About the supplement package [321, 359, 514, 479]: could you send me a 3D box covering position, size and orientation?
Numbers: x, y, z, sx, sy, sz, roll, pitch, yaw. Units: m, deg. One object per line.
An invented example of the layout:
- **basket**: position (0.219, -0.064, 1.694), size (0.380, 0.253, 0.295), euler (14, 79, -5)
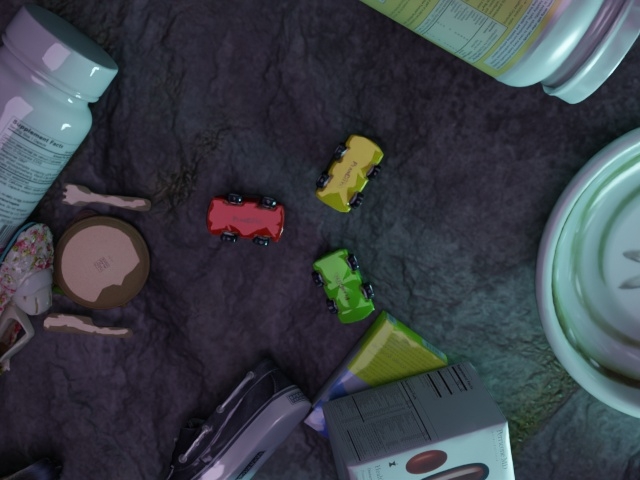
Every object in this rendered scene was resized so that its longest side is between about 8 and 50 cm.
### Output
- **supplement package**: position (0.129, 0.293, 1.622), size (0.203, 0.149, 0.194), euler (-16, 118, -6)

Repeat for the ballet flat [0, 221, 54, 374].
- **ballet flat**: position (-0.380, 0.081, 1.606), size (0.077, 0.091, 0.241), euler (43, 123, 13)

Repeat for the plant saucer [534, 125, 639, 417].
- **plant saucer**: position (0.463, 0.030, 1.616), size (0.400, 0.100, 0.401), euler (0, 106, -1)

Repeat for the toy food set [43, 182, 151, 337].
- **toy food set**: position (-0.285, 0.026, 1.642), size (0.132, 0.038, 0.192), euler (9, 99, -11)

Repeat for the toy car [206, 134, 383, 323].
- **toy car**: position (0.000, 0.000, 1.626), size (0.239, 0.053, 0.225), euler (-25, 104, 6)

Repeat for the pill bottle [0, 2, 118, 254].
- **pill bottle**: position (-0.376, -0.131, 1.529), size (0.160, 0.160, 0.283), euler (36, 101, -10)

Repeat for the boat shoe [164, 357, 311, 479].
- **boat shoe**: position (-0.145, 0.279, 1.677), size (0.301, 0.108, 0.102), euler (-48, 68, 15)

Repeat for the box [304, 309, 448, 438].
- **box**: position (0.072, 0.194, 1.683), size (0.109, 0.042, 0.178), euler (36, 102, -9)

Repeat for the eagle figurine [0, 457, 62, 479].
- **eagle figurine**: position (-0.491, 0.325, 1.614), size (0.225, 0.298, 0.226), euler (18, 122, 11)

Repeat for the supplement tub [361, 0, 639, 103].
- **supplement tub**: position (0.196, -0.323, 1.446), size (0.331, 0.241, 0.241), euler (29, 103, -8)
